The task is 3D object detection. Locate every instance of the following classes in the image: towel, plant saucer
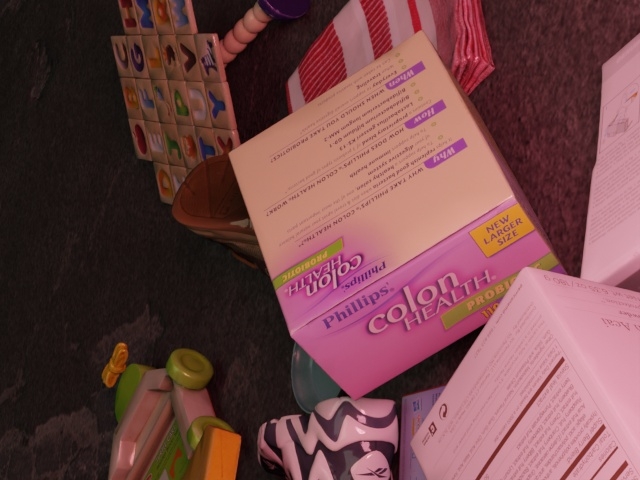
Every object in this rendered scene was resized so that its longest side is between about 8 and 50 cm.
[{"bbox_3d":[0.055,-0.176,1.527,0.329,0.037,0.237,-46,40,44],"label":"towel"},{"bbox_3d":[0.008,0.120,1.505,0.119,0.021,0.119,-33,50,52],"label":"plant saucer"}]

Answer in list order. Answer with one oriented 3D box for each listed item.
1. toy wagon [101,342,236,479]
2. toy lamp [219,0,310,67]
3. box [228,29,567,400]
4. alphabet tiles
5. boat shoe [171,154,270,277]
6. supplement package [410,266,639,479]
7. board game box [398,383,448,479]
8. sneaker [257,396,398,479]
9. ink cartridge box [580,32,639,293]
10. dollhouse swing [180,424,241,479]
[{"bbox_3d":[-0.195,0.256,1.768,0.267,0.068,0.344,-60,32,27],"label":"toy wagon"},{"bbox_3d":[-0.113,-0.239,1.812,0.275,0.080,0.080,-36,49,48],"label":"toy lamp"},{"bbox_3d":[0.060,-0.025,1.278,0.214,0.117,0.243,-32,43,10],"label":"box"},{"bbox_3d":[-0.185,-0.174,1.849,0.342,0.011,0.285,14,118,61],"label":"alphabet tiles"},{"bbox_3d":[0.000,0.000,1.480,0.342,0.123,0.123,11,61,41],"label":"boat shoe"},{"bbox_3d":[0.213,0.184,0.950,0.175,0.178,0.293,-60,33,27],"label":"supplement package"},{"bbox_3d":[0.113,0.261,1.255,0.145,0.027,0.281,-25,57,57],"label":"board game box"},{"bbox_3d":[0.004,0.243,1.388,0.235,0.094,0.153,-30,55,55],"label":"sneaker"},{"bbox_3d":[0.297,-0.104,1.044,0.275,0.060,0.239,-43,24,46],"label":"ink cartridge box"},{"bbox_3d":[-0.052,0.402,1.358,0.346,0.315,0.305,-65,-3,39],"label":"dollhouse swing"}]
